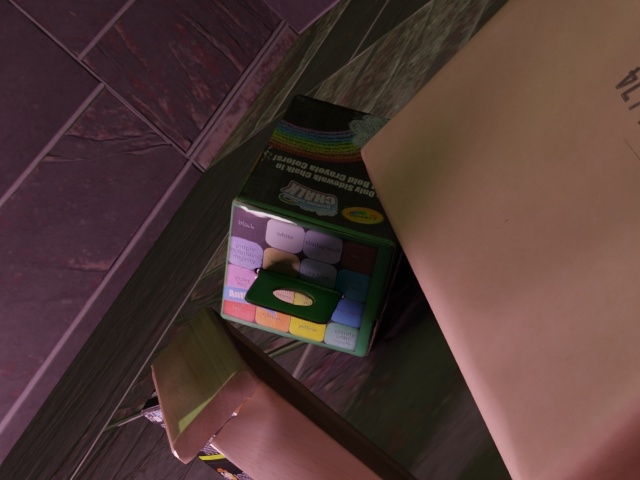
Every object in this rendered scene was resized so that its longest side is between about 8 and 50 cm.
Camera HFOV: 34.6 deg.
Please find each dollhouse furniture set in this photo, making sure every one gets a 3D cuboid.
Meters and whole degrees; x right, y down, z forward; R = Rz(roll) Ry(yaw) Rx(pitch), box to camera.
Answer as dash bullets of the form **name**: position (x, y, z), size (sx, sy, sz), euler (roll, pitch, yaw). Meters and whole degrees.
- **dollhouse furniture set**: position (-0.105, 0.289, 0.721), size (0.394, 0.256, 0.362), euler (-48, 16, -2)

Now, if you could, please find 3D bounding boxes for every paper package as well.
- **paper package**: position (0.214, -0.027, 0.618), size (0.309, 0.168, 0.325), euler (-43, 39, 20)

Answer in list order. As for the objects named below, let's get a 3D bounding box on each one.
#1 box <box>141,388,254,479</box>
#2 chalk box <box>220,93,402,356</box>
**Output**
- **box**: position (-0.052, 0.187, 0.952), size (0.191, 0.184, 0.045), euler (-26, 29, 54)
- **chalk box**: position (0.000, 0.000, 1.151), size (0.289, 0.180, 0.179), euler (-65, -10, -47)
